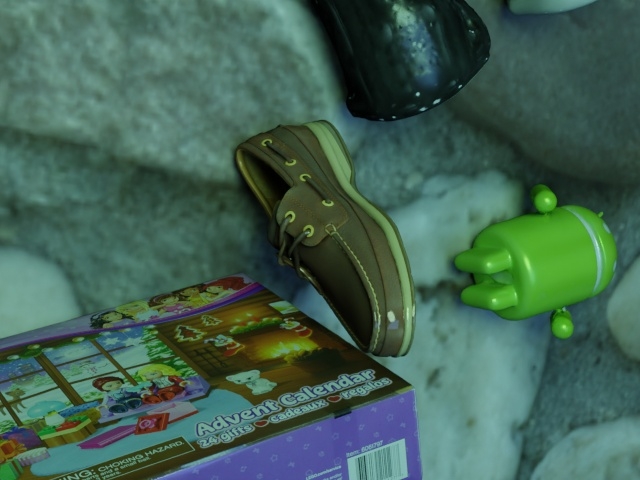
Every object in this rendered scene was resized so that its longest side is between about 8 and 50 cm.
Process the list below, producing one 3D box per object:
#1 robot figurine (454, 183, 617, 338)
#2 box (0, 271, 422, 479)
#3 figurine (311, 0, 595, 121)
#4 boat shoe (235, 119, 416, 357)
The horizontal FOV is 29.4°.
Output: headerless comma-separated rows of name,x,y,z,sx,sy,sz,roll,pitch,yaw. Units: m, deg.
robot figurine,0.149,0.014,0.818,0.115,0.067,0.101,-14,98,-25
box,-0.125,0.103,0.614,0.293,0.201,0.057,-15,112,-25
figurine,0.070,-0.211,0.709,0.215,0.092,0.209,-34,113,-18
boat shoe,0.000,-0.001,0.680,0.060,0.178,0.064,-6,134,-22
